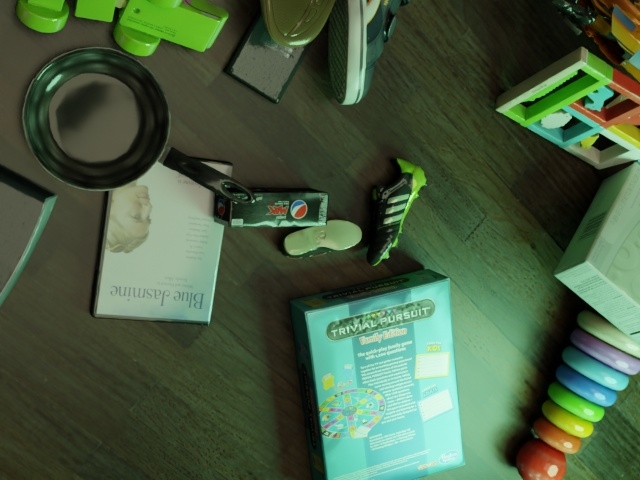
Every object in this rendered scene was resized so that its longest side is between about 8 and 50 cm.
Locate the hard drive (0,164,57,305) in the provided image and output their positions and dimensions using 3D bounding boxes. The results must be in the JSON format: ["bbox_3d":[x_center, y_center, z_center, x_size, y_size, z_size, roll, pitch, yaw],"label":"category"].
[{"bbox_3d":[-0.485,0.015,1.207,0.172,0.054,0.255,31,88,-24],"label":"hard drive"}]

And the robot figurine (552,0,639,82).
[{"bbox_3d":[0.465,-0.373,1.419,0.291,0.085,0.211,44,43,0],"label":"robot figurine"}]

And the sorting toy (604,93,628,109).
[{"bbox_3d":[0.528,-0.241,1.583,0.062,0.012,0.083,-36,115,-6],"label":"sorting toy"}]

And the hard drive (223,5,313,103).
[{"bbox_3d":[-0.071,-0.285,1.329,0.094,0.022,0.135,30,89,-24],"label":"hard drive"}]

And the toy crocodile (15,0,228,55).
[{"bbox_3d":[-0.290,-0.336,1.194,0.340,0.105,0.115,11,138,-24],"label":"toy crocodile"}]

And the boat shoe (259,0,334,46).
[{"bbox_3d":[-0.042,-0.444,1.262,0.121,0.110,0.341,1,97,-31],"label":"boat shoe"}]

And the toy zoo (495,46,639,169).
[{"bbox_3d":[0.462,-0.200,1.473,0.293,0.192,0.030,24,63,-24],"label":"toy zoo"}]

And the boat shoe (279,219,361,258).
[{"bbox_3d":[0.000,-0.002,1.406,0.133,0.042,0.049,-12,84,-19],"label":"boat shoe"}]

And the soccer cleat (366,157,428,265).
[{"bbox_3d":[0.106,-0.047,1.434,0.072,0.060,0.179,28,83,-15],"label":"soccer cleat"}]

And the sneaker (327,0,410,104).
[{"bbox_3d":[0.080,-0.362,1.318,0.127,0.126,0.321,-2,100,-16],"label":"sneaker"}]

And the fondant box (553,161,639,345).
[{"bbox_3d":[0.592,0.061,1.534,0.330,0.096,0.238,39,62,-7],"label":"fondant box"}]

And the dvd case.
[{"bbox_3d":[-0.234,-0.002,1.321,0.180,0.022,0.253,6,99,-23],"label":"dvd case"}]

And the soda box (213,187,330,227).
[{"bbox_3d":[-0.073,-0.050,1.344,0.169,0.060,0.053,-1,100,-31],"label":"soda box"}]

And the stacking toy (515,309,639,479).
[{"bbox_3d":[0.459,0.298,1.605,0.141,0.141,0.330,24,95,-24],"label":"stacking toy"}]

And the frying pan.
[{"bbox_3d":[-0.245,-0.161,1.247,0.326,0.053,0.197,5,91,-15],"label":"frying pan"}]

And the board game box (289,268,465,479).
[{"bbox_3d":[0.098,0.238,1.471,0.253,0.079,0.336,-11,104,-19],"label":"board game box"}]
